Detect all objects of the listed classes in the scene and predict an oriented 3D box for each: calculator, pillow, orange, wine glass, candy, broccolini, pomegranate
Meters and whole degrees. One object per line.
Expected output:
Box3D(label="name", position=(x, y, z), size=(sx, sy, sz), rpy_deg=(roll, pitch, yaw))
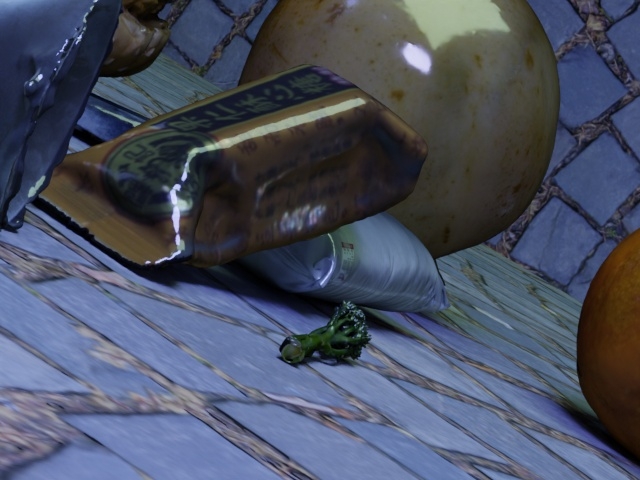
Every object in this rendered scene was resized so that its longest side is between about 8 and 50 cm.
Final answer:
Box3D(label="calculator", position=(-0.189, -0.103, 1.665), size=(0.268, 0.040, 0.177), rpy_deg=(25, 2, 11))
Box3D(label="pillow", position=(-0.001, 0.000, 1.406), size=(0.144, 0.078, 0.254), rpy_deg=(30, 7, 24))
Box3D(label="orange", position=(0.346, 0.099, 1.523), size=(0.284, 0.226, 0.284), rpy_deg=(31, 11, -7))
Box3D(label="wine glass", position=(-0.235, -0.118, 0.992), size=(0.232, 0.156, 0.156), rpy_deg=(26, 5, -1))
Box3D(label="candy", position=(-0.057, -0.042, 1.203), size=(0.271, 0.101, 0.143), rpy_deg=(-17, 35, -40))
Box3D(label="broccolini", position=(0.003, 0.056, 1.136), size=(0.030, 0.035, 0.140), rpy_deg=(26, 6, 14))
Box3D(label="pomegranate", position=(0.068, -0.102, 1.665), size=(0.319, 0.319, 0.319), rpy_deg=(29, 5, -3))

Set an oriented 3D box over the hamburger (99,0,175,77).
Box3D(label="hamburger", position=(-0.273, -0.235, 1.723), size=(0.283, 0.144, 0.259), rpy_deg=(19, 5, -7))
